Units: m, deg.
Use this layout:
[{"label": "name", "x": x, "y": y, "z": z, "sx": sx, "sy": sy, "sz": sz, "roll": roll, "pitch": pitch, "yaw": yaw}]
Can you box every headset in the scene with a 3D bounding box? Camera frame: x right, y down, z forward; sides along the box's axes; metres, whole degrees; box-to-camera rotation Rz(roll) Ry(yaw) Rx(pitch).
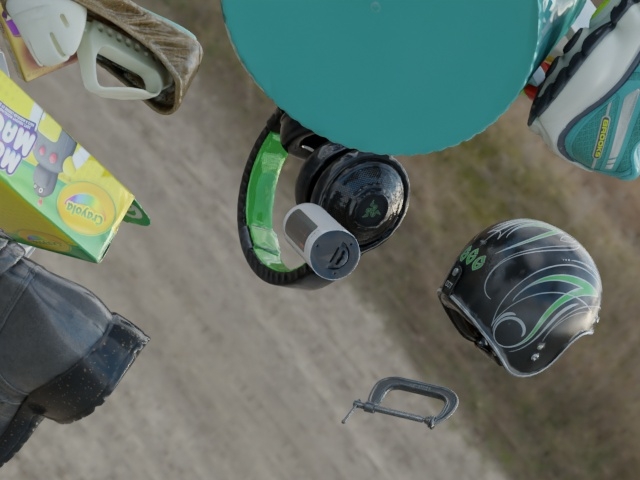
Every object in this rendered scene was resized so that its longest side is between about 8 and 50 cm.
[{"label": "headset", "x": 0.048, "y": -0.100, "z": 1.829, "sx": 0.185, "sy": 0.394, "sz": 0.243, "roll": 12, "pitch": 46, "yaw": -35}]

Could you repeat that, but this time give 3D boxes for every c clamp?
[{"label": "c clamp", "x": 0.129, "y": 0.259, "z": 2.323, "sx": 0.161, "sy": 0.022, "sz": 0.137, "roll": 8, "pitch": 32, "yaw": 16}]

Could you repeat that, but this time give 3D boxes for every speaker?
[{"label": "speaker", "x": 0.000, "y": 0.000, "z": 1.593, "sx": 0.055, "sy": 0.055, "sz": 0.136, "roll": 41, "pitch": 2, "yaw": -19}]

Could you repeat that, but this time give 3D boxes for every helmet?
[{"label": "helmet", "x": 0.230, "y": 0.056, "z": 1.674, "sx": 0.169, "sy": 0.161, "sz": 0.169, "roll": 51, "pitch": -6, "yaw": 8}]

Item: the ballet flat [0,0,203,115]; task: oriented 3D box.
[{"label": "ballet flat", "x": -0.266, "y": -0.236, "z": 1.712, "sx": 0.342, "sy": 0.116, "sz": 0.124, "roll": 31, "pitch": 57, "yaw": -48}]

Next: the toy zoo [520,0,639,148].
[{"label": "toy zoo", "x": 0.197, "y": -0.181, "z": 1.345, "sx": 0.192, "sy": 0.030, "sz": 0.293, "roll": 51, "pitch": -7, "yaw": -34}]

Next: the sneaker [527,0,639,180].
[{"label": "sneaker", "x": 0.264, "y": -0.157, "z": 1.067, "sx": 0.110, "sy": 0.275, "sz": 0.107, "roll": 33, "pitch": 31, "yaw": -9}]

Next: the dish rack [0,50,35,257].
[{"label": "dish rack", "x": -0.400, "y": -0.061, "z": 1.655, "sx": 0.285, "sy": 0.072, "sz": 0.332, "roll": -58, "pitch": 147, "yaw": -49}]

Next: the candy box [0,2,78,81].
[{"label": "candy box", "x": -0.356, "y": -0.304, "z": 1.868, "sx": 0.053, "sy": 0.109, "sz": 0.186, "roll": 29, "pitch": -39, "yaw": 64}]

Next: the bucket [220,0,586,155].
[{"label": "bucket", "x": 0.065, "y": -0.209, "z": 1.131, "sx": 0.281, "sy": 0.281, "sz": 0.183, "roll": 45, "pitch": 36, "yaw": -9}]

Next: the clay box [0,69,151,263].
[{"label": "clay box", "x": -0.201, "y": -0.055, "z": 0.842, "sx": 0.127, "sy": 0.053, "sz": 0.222, "roll": 13, "pitch": -22, "yaw": 35}]

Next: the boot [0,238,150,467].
[{"label": "boot", "x": -0.302, "y": 0.069, "z": 1.252, "sx": 0.223, "sy": 0.338, "sz": 0.118, "roll": 43, "pitch": 47, "yaw": -13}]
